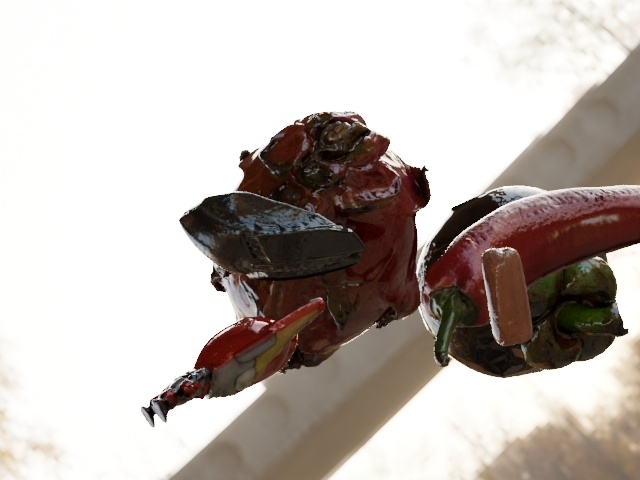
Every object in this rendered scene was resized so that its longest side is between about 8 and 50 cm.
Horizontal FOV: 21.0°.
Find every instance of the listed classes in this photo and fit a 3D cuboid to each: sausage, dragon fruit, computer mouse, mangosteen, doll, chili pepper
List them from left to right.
[{"bbox_3d":[-0.079,0.104,1.484,0.169,0.057,0.109,-25,-8,-28],"label":"doll"},{"bbox_3d":[-0.052,0.005,1.757,0.106,0.192,0.062,101,180,-60],"label":"computer mouse"},{"bbox_3d":[-0.001,0.004,1.935,0.250,0.250,0.315,-13,-67,-62],"label":"dragon fruit"},{"bbox_3d":[0.152,0.046,1.410,0.034,0.083,0.034,-11,15,3],"label":"sausage"},{"bbox_3d":[0.289,0.065,2.493,0.311,0.311,0.311,-40,-16,-14],"label":"mangosteen"},{"bbox_3d":[0.220,0.008,1.678,0.368,0.137,0.092,-28,-56,-25],"label":"chili pepper"}]
